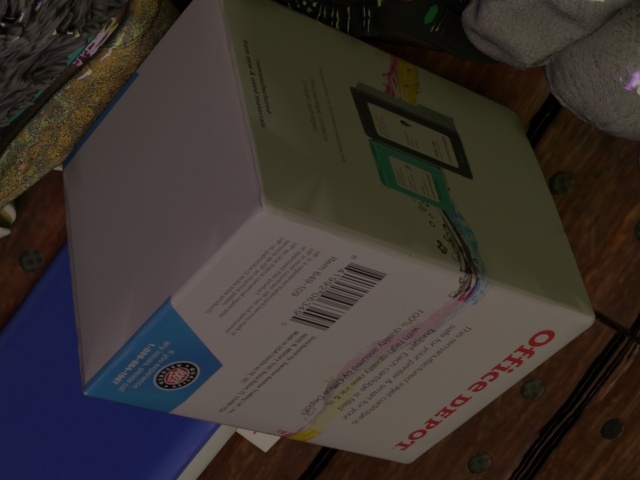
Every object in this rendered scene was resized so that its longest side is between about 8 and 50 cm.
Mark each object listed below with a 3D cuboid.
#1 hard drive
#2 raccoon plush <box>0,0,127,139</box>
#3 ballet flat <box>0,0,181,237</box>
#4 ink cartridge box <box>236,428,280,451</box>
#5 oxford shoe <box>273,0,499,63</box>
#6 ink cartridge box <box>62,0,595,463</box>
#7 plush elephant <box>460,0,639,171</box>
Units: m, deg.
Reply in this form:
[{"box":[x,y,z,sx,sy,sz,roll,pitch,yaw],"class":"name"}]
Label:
[{"box":[-0.196,0.153,1.026,0.319,0.210,0.040,-51,147,17],"class":"hard drive"},{"box":[-0.169,-0.100,0.764,0.446,0.216,0.299,-2,96,29],"class":"raccoon plush"},{"box":[-0.235,-0.064,0.975,0.348,0.123,0.123,-37,111,14],"class":"ballet flat"},{"box":[-0.050,0.092,1.073,0.181,0.061,0.104,39,107,-19],"class":"ink cartridge box"},{"box":[0.063,-0.174,0.958,0.227,0.096,0.083,5,97,-25],"class":"oxford shoe"},{"box":[0.000,0.000,0.894,0.270,0.197,0.198,19,132,-35],"class":"ink cartridge box"},{"box":[0.248,-0.169,0.882,0.255,0.330,0.272,-31,121,29],"class":"plush elephant"}]
